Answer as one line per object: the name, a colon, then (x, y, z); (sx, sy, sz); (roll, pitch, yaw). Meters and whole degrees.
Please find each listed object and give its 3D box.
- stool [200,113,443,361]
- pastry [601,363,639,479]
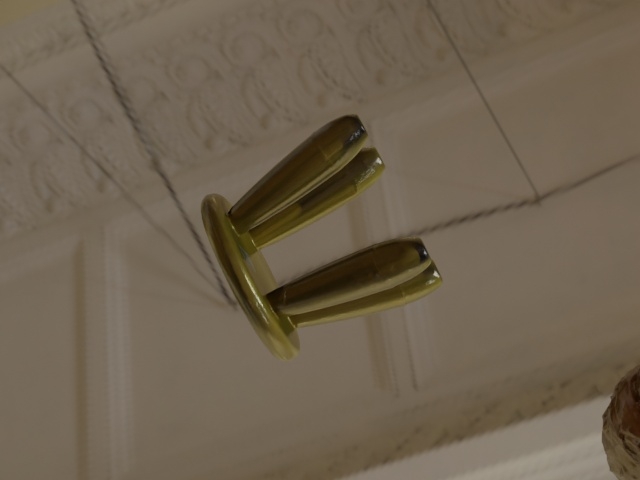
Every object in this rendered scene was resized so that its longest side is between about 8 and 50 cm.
stool: (0.000, 0.000, 0.834); (0.110, 0.134, 0.135); (-25, -148, 4)
pastry: (0.205, 0.079, 0.673); (0.153, 0.153, 0.081); (-28, -115, 9)
